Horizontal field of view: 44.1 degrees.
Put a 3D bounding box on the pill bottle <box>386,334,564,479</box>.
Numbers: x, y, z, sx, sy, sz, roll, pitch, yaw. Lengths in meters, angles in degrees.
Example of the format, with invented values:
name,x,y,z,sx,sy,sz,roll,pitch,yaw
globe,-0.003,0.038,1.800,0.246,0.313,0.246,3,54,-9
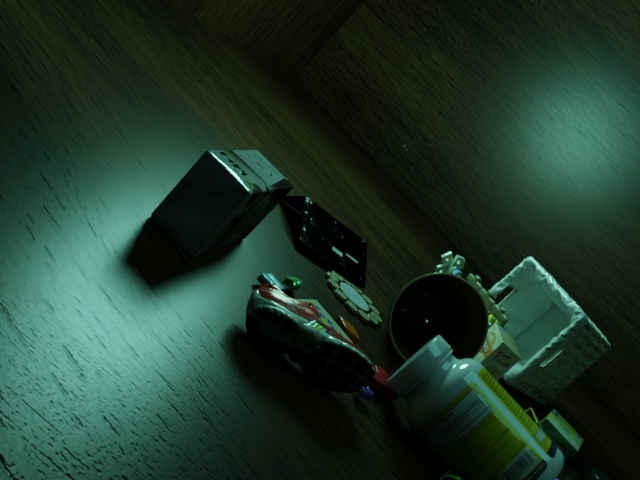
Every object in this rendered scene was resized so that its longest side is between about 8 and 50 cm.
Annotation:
name,x,y,z,sx,sy,sz,roll,pitch,yaw
pill bottle,0.291,0.353,1.530,0.334,0.188,0.188,48,15,9

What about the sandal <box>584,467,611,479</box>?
name,x,y,z,sx,sy,sz,roll,pitch,yaw
sandal,0.870,0.772,2.092,0.167,0.107,0.445,31,19,-40

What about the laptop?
name,x,y,z,sx,sy,sz,roll,pitch,yaw
laptop,0.000,0.000,2.115,0.234,0.136,0.264,35,39,-27

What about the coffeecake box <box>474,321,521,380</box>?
name,x,y,z,sx,sy,sz,roll,pitch,yaw
coffeecake box,0.407,0.313,1.992,0.068,0.185,0.142,42,14,-6

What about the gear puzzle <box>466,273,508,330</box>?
name,x,y,z,sx,sy,sz,roll,pitch,yaw
gear puzzle,0.531,0.262,2.506,0.044,0.175,0.339,12,30,-32

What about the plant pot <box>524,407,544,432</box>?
name,x,y,z,sx,sy,sz,roll,pitch,yaw
plant pot,0.541,0.502,2.044,0.083,0.081,0.081,53,12,-11

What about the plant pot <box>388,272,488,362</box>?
name,x,y,z,sx,sy,sz,roll,pitch,yaw
plant pot,0.270,0.187,1.967,0.237,0.237,0.254,42,0,-4

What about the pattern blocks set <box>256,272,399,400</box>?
name,x,y,z,sx,sy,sz,roll,pitch,yaw
pattern blocks set,0.010,0.191,1.580,0.325,0.026,0.285,51,16,28

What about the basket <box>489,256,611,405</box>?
name,x,y,z,sx,sy,sz,roll,pitch,yaw
basket,0.705,0.301,2.568,0.266,0.328,0.331,35,16,-37

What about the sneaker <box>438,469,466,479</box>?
name,x,y,z,sx,sy,sz,roll,pitch,yaw
sneaker,0.255,0.451,1.353,0.084,0.097,0.234,44,14,0

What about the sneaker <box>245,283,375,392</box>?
name,x,y,z,sx,sy,sz,roll,pitch,yaw
sneaker,-0.009,0.166,1.402,0.279,0.107,0.118,38,27,-21

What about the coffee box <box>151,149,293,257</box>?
name,x,y,z,sx,sy,sz,roll,pitch,yaw
coffee box,-0.183,-0.081,1.556,0.119,0.168,0.297,45,15,5

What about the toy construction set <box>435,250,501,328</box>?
name,x,y,z,sx,sy,sz,roll,pitch,yaw
toy construction set,0.436,0.198,2.436,0.215,0.151,0.327,50,15,-42

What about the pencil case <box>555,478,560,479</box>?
name,x,y,z,sx,sy,sz,roll,pitch,yaw
pencil case,0.501,0.559,1.720,0.236,0.104,0.104,33,17,-34

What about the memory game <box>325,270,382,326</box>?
name,x,y,z,sx,sy,sz,roll,pitch,yaw
memory game,0.082,0.143,1.951,0.186,0.012,0.186,41,14,-13

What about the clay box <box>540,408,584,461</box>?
name,x,y,z,sx,sy,sz,roll,pitch,yaw
clay box,0.715,0.575,2.351,0.127,0.053,0.222,48,14,19

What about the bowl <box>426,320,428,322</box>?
name,x,y,z,sx,sy,sz,roll,pitch,yaw
bowl,0.354,0.254,2.239,0.170,0.080,0.170,39,15,-13

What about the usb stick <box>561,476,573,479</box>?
name,x,y,z,sx,sy,sz,roll,pitch,yaw
usb stick,0.703,0.705,1.954,0.278,0.045,0.077,46,15,13
